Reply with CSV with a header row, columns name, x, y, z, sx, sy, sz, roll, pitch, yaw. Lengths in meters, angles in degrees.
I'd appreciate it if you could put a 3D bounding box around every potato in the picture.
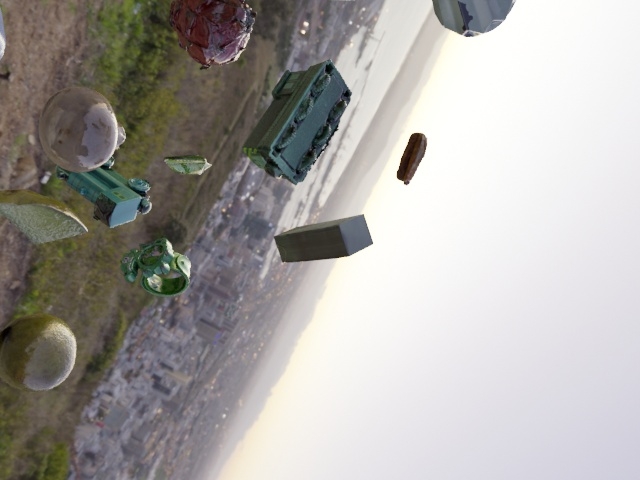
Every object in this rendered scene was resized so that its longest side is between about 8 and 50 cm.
name,x,y,z,sx,sy,sz,roll,pitch,yaw
potato,-0.561,-0.070,0.995,0.149,0.120,0.081,77,0,-55

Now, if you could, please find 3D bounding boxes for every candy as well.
name,x,y,z,sx,sy,sz,roll,pitch,yaw
candy,-0.490,-0.281,1.843,0.246,0.149,0.069,-130,-143,-83

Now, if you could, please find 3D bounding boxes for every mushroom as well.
name,x,y,z,sx,sy,sz,roll,pitch,yaw
mushroom,-0.567,-0.265,1.196,0.204,0.204,0.204,-63,178,-4

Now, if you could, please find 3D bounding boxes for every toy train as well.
name,x,y,z,sx,sy,sz,roll,pitch,yaw
toy train,-0.062,-0.291,1.207,0.138,0.178,0.330,47,65,-43
toy train,-0.686,-0.169,1.542,0.120,0.298,0.194,-62,168,27

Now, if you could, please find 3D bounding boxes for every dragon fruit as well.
name,x,y,z,sx,sy,sz,roll,pitch,yaw
dragon fruit,-0.331,-0.660,1.504,0.244,0.299,0.244,-13,109,-45

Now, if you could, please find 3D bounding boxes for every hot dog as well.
name,x,y,z,sx,sy,sz,roll,pitch,yaw
hot dog,0.240,-0.213,1.279,0.038,0.062,0.144,17,93,-43

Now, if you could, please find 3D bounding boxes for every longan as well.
name,x,y,z,sx,sy,sz,roll,pitch,yaw
longan,-0.559,0.226,0.975,0.176,0.145,0.154,77,10,-48

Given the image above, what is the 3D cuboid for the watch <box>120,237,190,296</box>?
name,x,y,z,sx,sy,sz,roll,pitch,yaw
watch,-0.455,0.085,1.377,0.152,0.165,0.131,68,6,-45

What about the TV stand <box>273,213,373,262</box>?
name,x,y,z,sx,sy,sz,roll,pitch,yaw
TV stand,0.000,0.000,1.208,0.088,0.082,0.270,-26,-168,-37

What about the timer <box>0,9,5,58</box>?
name,x,y,z,sx,sy,sz,roll,pitch,yaw
timer,-1.078,-0.632,1.306,0.395,0.395,0.173,-62,180,-18

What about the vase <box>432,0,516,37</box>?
name,x,y,z,sx,sy,sz,roll,pitch,yaw
vase,0.242,-0.534,0.876,0.360,0.165,0.165,36,79,-51
